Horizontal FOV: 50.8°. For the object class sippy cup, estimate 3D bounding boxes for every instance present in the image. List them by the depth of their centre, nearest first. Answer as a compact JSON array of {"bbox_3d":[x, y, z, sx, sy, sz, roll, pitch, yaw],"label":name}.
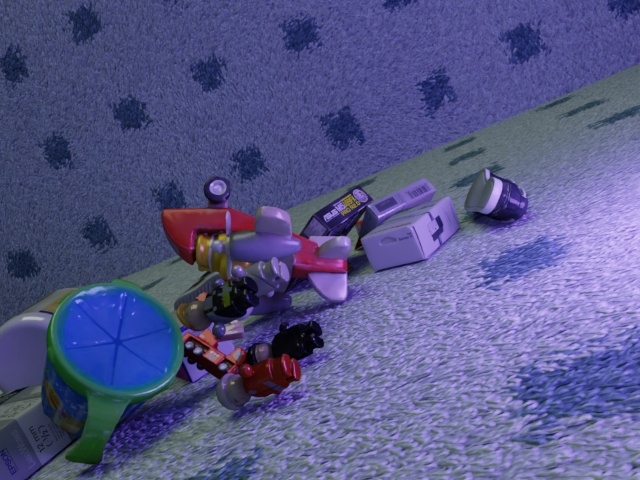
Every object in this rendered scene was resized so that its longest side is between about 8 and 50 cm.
[{"bbox_3d":[-0.395,0.234,1.217,0.224,0.240,0.305,-53,-6,36],"label":"sippy cup"}]

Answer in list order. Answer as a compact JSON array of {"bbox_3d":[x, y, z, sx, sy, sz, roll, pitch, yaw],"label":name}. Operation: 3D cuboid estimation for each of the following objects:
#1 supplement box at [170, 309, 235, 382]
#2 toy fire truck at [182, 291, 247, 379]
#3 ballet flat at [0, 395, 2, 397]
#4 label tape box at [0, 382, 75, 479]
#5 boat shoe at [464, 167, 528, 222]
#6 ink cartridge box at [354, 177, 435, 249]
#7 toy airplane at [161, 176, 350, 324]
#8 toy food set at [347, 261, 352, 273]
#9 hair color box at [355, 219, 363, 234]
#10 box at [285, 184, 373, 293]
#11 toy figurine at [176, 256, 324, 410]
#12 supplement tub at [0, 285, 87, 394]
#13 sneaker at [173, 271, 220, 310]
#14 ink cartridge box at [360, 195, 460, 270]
[{"bbox_3d":[-0.284,0.216,1.443,0.111,0.114,0.220,-29,12,-27],"label":"supplement box"},{"bbox_3d":[-0.190,0.183,1.271,0.192,0.047,0.135,25,47,29],"label":"toy fire truck"},{"bbox_3d":[-0.756,0.409,1.607,0.083,0.087,0.247,-31,11,-35],"label":"ballet flat"},{"bbox_3d":[-0.631,0.400,1.279,0.249,0.115,0.347,-18,9,31],"label":"label tape box"},{"bbox_3d":[0.403,-0.096,1.563,0.302,0.091,0.115,-68,1,-75],"label":"boat shoe"},{"bbox_3d":[0.195,-0.052,1.804,0.189,0.066,0.232,-27,-28,-21],"label":"ink cartridge box"},{"bbox_3d":[-0.123,0.060,1.439,0.384,0.386,0.273,-3,54,42],"label":"toy airplane"},{"bbox_3d":[0.043,0.077,1.681,0.082,0.020,0.083,-27,9,-17],"label":"toy food set"},{"bbox_3d":[0.178,-0.057,1.990,0.141,0.043,0.072,-15,4,40],"label":"hair color box"},{"bbox_3d":[0.000,0.000,1.727,0.216,0.060,0.270,-36,-14,-48],"label":"box"},{"bbox_3d":[-0.115,0.148,1.112,0.148,0.210,0.213,-26,7,22],"label":"toy figurine"},{"bbox_3d":[-0.661,0.258,1.732,0.240,0.241,0.331,-23,9,7],"label":"supplement tub"},{"bbox_3d":[-0.255,0.125,1.826,0.321,0.126,0.127,-19,16,34],"label":"sneaker"},{"bbox_3d":[0.213,-0.017,1.579,0.153,0.087,0.208,-16,11,39],"label":"ink cartridge box"}]
